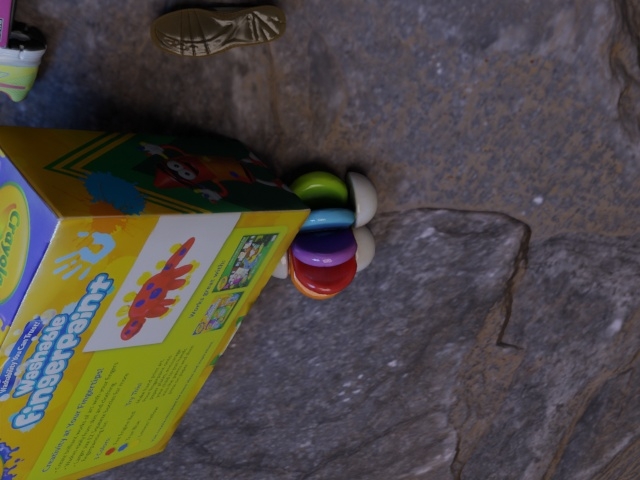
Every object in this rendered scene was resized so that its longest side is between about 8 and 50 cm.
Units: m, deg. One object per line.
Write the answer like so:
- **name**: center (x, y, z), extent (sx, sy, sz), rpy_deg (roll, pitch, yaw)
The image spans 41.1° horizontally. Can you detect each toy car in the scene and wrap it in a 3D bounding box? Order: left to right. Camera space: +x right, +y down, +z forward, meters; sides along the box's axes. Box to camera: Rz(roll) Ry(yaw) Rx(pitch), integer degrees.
- **toy car**: center (0.000, 0.000, 1.137), extent (0.159, 0.136, 0.181), rpy_deg (-5, 129, -7)

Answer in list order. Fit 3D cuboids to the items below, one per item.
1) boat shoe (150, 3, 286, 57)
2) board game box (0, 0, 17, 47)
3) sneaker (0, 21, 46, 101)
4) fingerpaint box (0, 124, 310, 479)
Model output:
- **boat shoe**: center (-0.117, -0.240, 0.974), extent (0.152, 0.049, 0.056), rpy_deg (-5, 106, -9)
- **board game box**: center (-0.440, -0.328, 0.809), extent (0.304, 0.097, 0.224), rpy_deg (9, 126, -17)
- **sneaker**: center (-0.412, -0.194, 0.932), extent (0.209, 0.081, 0.094), rpy_deg (7, 130, -17)
- **fingerpaint box**: center (-0.275, 0.092, 1.014), extent (0.371, 0.163, 0.444), rpy_deg (-6, 134, -53)
